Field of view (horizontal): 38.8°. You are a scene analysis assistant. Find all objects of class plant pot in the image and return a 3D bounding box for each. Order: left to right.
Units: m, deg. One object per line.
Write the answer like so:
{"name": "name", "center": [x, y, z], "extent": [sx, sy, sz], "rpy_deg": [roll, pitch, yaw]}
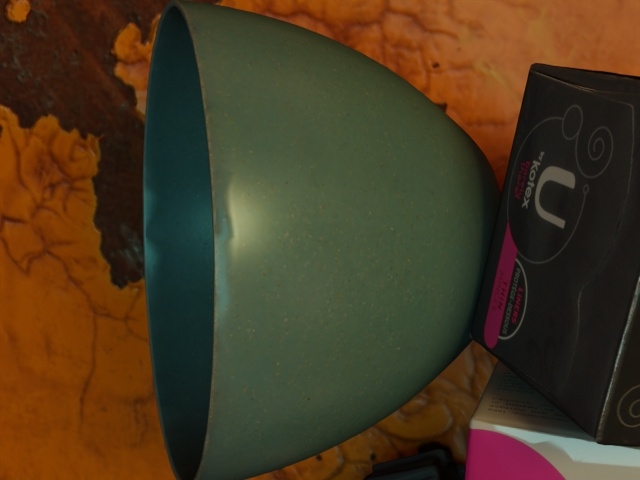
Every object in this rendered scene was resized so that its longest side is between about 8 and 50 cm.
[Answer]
{"name": "plant pot", "center": [0.000, 0.000, 0.583], "extent": [0.196, 0.290, 0.290], "rpy_deg": [-2, 102, -18]}

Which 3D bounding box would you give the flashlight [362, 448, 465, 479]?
{"name": "flashlight", "center": [-0.033, 0.234, 0.705], "extent": [0.304, 0.103, 0.103], "rpy_deg": [-23, 90, 22]}

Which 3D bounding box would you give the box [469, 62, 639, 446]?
{"name": "box", "center": [0.241, 0.010, 0.484], "extent": [0.271, 0.143, 0.165], "rpy_deg": [6, 103, -18]}

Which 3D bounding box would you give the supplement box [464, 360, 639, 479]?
{"name": "supplement box", "center": [0.159, 0.129, 0.556], "extent": [0.114, 0.220, 0.111], "rpy_deg": [7, 102, 17]}
